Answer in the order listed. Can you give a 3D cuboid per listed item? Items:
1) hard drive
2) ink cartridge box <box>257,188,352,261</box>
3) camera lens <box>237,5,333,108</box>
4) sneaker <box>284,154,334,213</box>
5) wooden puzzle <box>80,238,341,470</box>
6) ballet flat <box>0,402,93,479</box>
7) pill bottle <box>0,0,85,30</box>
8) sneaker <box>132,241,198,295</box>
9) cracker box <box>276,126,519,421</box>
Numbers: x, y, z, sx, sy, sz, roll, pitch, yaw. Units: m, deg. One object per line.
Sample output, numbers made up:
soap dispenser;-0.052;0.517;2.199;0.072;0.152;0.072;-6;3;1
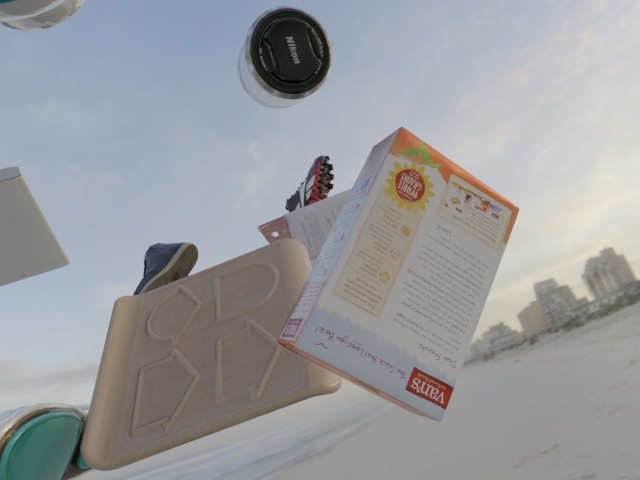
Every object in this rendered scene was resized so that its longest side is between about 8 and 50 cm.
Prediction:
hard drive;-0.699;-0.014;1.017;0.203;0.040;0.307;-20;-32;-21
ink cartridge box;0.000;0.000;1.236;0.272;0.129;0.309;-21;-10;-1
camera lens;-0.101;-0.471;1.248;0.220;0.219;0.274;-12;11;-14
sneaker;-0.041;-0.137;1.465;0.135;0.275;0.098;9;-6;25
wooden puzzle;-0.160;0.161;0.732;0.348;0.322;0.080;-18;-51;1
ballet flat;-0.419;0.308;0.722;0.139;0.139;0.400;-16;-17;-3
pill bottle;-0.192;-0.206;0.218;0.147;0.146;0.264;-13;-1;-12
sneaker;-0.397;0.090;1.130;0.118;0.222;0.083;3;-50;26
cracker box;0.081;0.031;0.459;0.156;0.232;0.067;31;-18;-14
